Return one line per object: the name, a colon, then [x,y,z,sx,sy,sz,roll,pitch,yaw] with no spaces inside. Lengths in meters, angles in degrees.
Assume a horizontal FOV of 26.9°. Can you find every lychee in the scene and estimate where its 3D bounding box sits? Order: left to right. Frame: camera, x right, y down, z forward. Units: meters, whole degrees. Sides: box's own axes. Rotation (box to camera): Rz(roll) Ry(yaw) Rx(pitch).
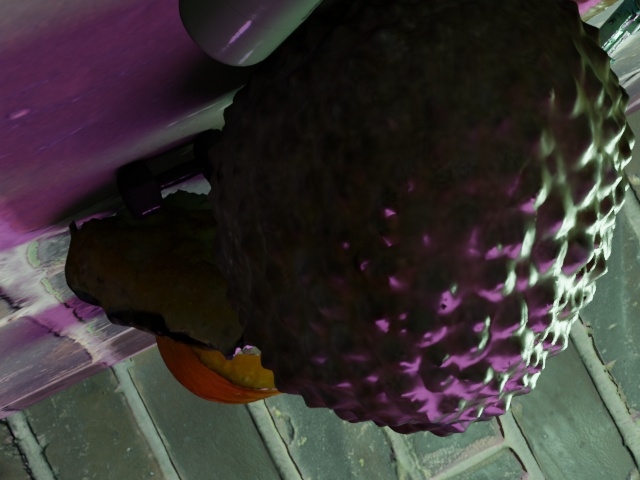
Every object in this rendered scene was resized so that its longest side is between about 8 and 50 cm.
lychee: [0.061,-0.023,0.770,0.255,0.274,0.255,-5,150,-3]

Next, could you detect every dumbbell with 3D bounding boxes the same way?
dumbbell: [-0.098,-0.045,0.920,0.083,0.040,0.036,-25,-154,-18]

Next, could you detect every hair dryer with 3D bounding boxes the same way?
hair dryer: [0.012,-0.126,0.573,0.150,0.047,0.071,-31,179,-39]

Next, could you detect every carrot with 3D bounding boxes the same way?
carrot: [-0.100,0.093,1.593,0.193,0.214,0.331,-7,168,-13]

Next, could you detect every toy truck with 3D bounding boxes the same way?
toy truck: [0.225,-0.186,1.049,0.175,0.081,0.067,-50,165,28]

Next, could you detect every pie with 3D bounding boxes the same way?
pie: [0.000,0.000,1.026,0.371,0.078,0.296,-19,-152,-37]

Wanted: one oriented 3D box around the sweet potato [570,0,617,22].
sweet potato: [0.214,-0.193,0.848,0.281,0.059,0.067,-27,-175,23]
